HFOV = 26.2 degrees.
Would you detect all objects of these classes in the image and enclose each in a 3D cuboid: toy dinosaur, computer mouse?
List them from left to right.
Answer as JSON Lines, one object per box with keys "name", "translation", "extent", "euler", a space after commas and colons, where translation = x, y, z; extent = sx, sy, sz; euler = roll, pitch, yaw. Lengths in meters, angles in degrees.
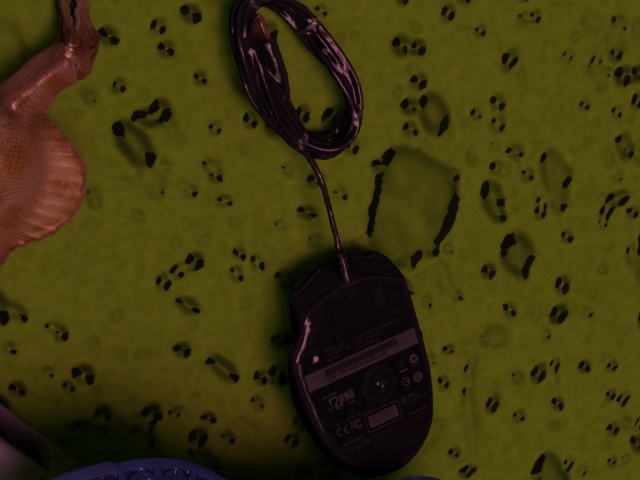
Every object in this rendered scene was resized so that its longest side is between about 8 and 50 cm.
{"name": "toy dinosaur", "translation": [-0.146, -0.019, 0.574], "extent": [0.093, 0.053, 0.183], "euler": [17, 101, -24]}
{"name": "computer mouse", "translation": [0.000, 0.000, 0.644], "extent": [0.071, 0.041, 0.242], "euler": [-19, 105, -22]}

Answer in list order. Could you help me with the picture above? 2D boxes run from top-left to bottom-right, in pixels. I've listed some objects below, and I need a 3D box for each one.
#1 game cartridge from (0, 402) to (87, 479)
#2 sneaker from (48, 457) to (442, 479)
{"name": "game cartridge", "translation": [-0.249, 0.110, 0.576], "extent": [0.198, 0.062, 0.297], "euler": [-44, 115, 6]}
{"name": "sneaker", "translation": [-0.042, 0.144, 0.613], "extent": [0.232, 0.090, 0.081], "euler": [9, 66, -33]}
